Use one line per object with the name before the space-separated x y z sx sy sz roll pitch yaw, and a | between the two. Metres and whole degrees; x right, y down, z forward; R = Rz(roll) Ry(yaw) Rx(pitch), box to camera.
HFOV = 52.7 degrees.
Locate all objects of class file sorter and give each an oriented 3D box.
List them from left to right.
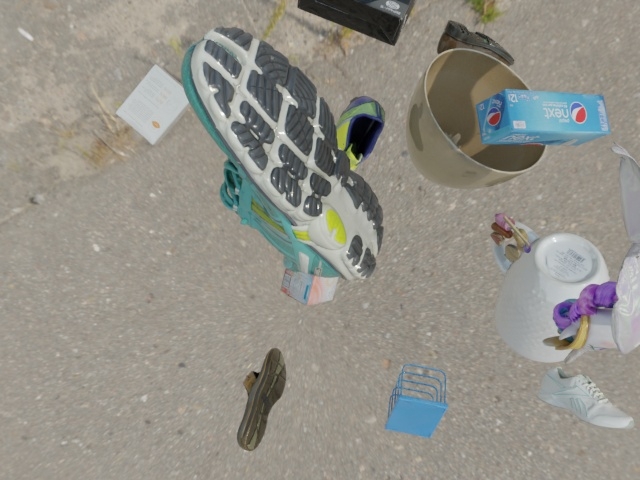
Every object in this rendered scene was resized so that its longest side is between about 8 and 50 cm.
file sorter | 0.237 0.397 1.603 0.118 0.170 0.104 11 49 0

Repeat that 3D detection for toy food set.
toy food set | 0.292 -0.009 0.996 0.019 0.122 0.078 -38 81 -6

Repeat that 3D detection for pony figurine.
pony figurine | 0.495 0.075 0.884 0.364 0.351 0.302 6 42 25

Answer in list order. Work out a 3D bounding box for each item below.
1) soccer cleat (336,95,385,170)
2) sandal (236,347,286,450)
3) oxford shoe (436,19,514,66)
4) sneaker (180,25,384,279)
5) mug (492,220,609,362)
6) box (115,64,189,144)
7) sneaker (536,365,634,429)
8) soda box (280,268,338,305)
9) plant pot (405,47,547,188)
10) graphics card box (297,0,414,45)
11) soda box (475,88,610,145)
soccer cleat | 0.044 -0.174 1.386 0.093 0.121 0.289 19 119 -24
sandal | -0.116 0.282 1.177 0.060 0.090 0.219 0 41 20
oxford shoe | 0.362 -0.440 1.526 0.227 0.082 0.096 10 125 -30
sneaker | -0.039 -0.046 0.527 0.110 0.275 0.107 -2 54 26
mug | 0.610 0.106 1.783 0.276 0.328 0.374 -27 57 -14
box | -0.440 -0.364 1.741 0.130 0.091 0.170 41 96 -10
sneaker | 0.403 0.239 0.984 0.054 0.152 0.061 11 96 -42
soda box | 0.000 0.000 0.937 0.058 0.063 0.183 27 111 34
plant pot | 0.284 -0.214 1.311 0.284 0.191 0.284 11 61 -21
graphics card box | 0.125 -0.617 1.405 0.233 0.094 0.370 22 65 3
soda box | 0.352 -0.191 1.017 0.210 0.071 0.067 -3 82 -27
